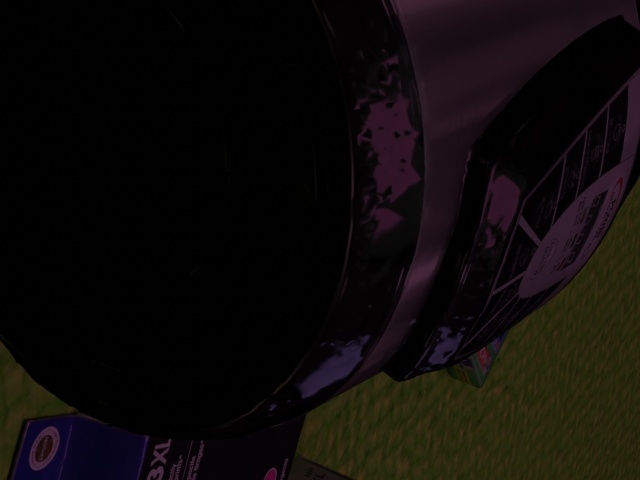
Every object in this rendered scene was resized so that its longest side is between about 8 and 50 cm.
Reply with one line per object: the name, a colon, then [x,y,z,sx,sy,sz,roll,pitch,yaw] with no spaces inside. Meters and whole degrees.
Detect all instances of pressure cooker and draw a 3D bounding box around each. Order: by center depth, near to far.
pressure cooker: [0.006,-0.109,0.982,0.420,0.369,0.376,-22,99,-51]

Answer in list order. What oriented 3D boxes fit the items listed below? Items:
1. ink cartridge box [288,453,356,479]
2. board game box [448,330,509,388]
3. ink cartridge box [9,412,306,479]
ink cartridge box: [-0.018,0.408,1.626,0.223,0.129,0.307,-50,148,-37]
board game box: [0.188,0.013,1.875,0.213,0.046,0.317,-60,154,-20]
ink cartridge box: [-0.137,0.224,1.335,0.371,0.069,0.176,4,104,-62]
